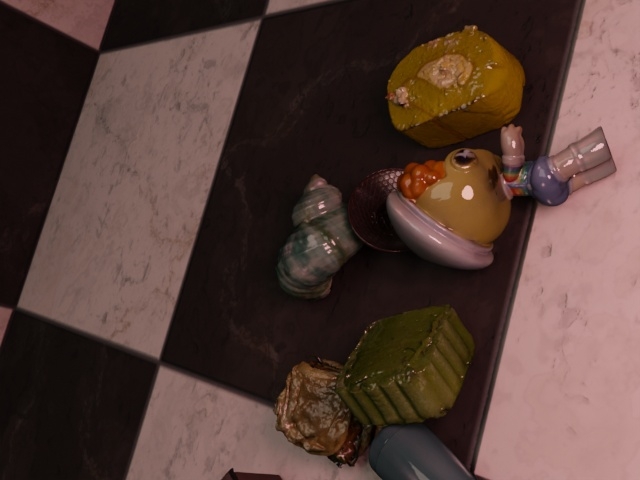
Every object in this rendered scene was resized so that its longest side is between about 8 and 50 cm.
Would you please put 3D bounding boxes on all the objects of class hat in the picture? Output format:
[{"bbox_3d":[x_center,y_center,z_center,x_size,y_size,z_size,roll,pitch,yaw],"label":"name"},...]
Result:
[{"bbox_3d":[0.150,-0.044,1.534,0.193,0.082,0.193,-1,61,3],"label":"hat"}]

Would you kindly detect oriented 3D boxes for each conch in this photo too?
[{"bbox_3d":[0.000,0.000,1.613,0.220,0.195,0.277,-153,59,-76],"label":"conch"}]

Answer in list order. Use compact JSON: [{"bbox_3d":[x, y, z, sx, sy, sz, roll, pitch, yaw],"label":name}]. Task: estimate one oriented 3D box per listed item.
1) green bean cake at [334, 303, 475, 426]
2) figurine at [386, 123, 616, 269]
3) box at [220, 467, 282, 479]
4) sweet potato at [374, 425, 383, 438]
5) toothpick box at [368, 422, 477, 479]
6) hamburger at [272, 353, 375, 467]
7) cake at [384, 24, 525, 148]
[{"bbox_3d":[0.147,0.215,1.333,0.200,0.113,0.214,-17,25,37],"label":"green bean cake"},{"bbox_3d":[0.295,-0.077,1.285,0.382,0.224,0.205,-29,58,35],"label":"figurine"},{"bbox_3d":[-0.163,0.603,1.520,0.252,0.153,0.188,-54,45,14],"label":"box"},{"bbox_3d":[0.120,0.348,1.425,0.034,0.034,0.095,28,105,48],"label":"sweet potato"},{"bbox_3d":[0.178,0.389,1.284,0.184,0.120,0.120,36,100,44],"label":"toothpick box"},{"bbox_3d":[0.022,0.323,1.487,0.206,0.130,0.183,18,94,33],"label":"hamburger"},{"bbox_3d":[0.258,-0.295,1.477,0.260,0.156,0.179,-16,69,40],"label":"cake"}]
